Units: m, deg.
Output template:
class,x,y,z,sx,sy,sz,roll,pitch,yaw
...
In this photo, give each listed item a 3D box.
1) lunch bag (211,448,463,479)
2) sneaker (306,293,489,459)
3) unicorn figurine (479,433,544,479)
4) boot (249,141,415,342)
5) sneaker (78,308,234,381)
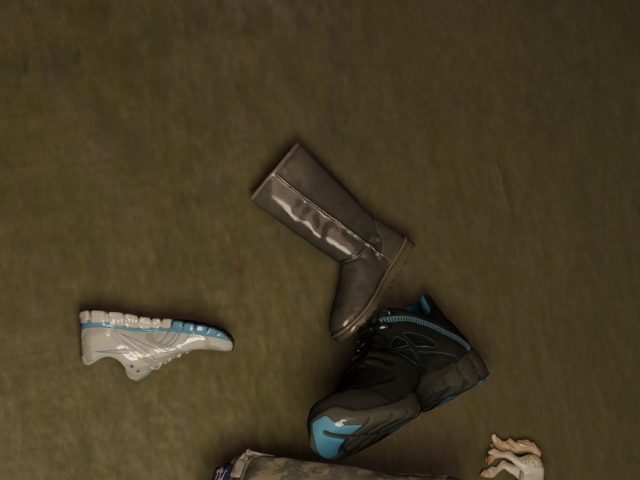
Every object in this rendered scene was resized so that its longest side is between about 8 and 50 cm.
class,x,y,z,sx,sy,sz,roll,pitch,yaw
lunch bag,0.019,0.382,1.508,0.305,0.212,0.256,4,66,11
sneaker,0.072,0.162,1.583,0.341,0.125,0.139,-16,74,-58
unicorn figurine,0.264,0.333,1.691,0.111,0.060,0.161,6,79,-14
boot,-0.002,0.001,1.665,0.208,0.076,0.189,39,60,-13
sneaker,-0.201,0.132,1.596,0.191,0.071,0.082,6,86,-6
